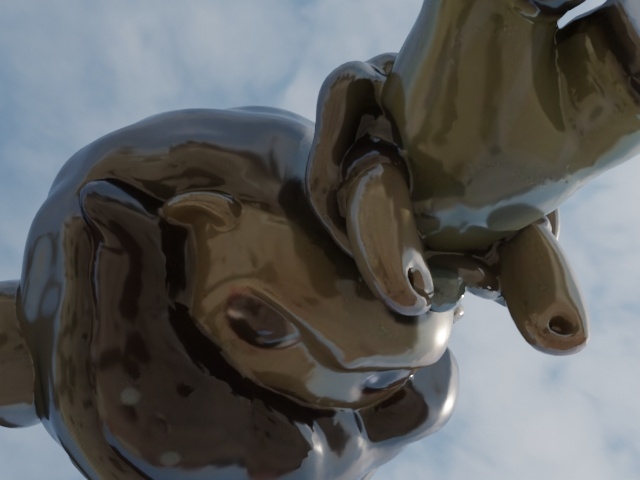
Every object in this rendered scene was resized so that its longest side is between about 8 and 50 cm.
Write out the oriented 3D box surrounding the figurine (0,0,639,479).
[{"bbox_3d":[0.001,0.000,0.932,0.248,0.203,0.380,21,-48,-36],"label":"figurine"}]
